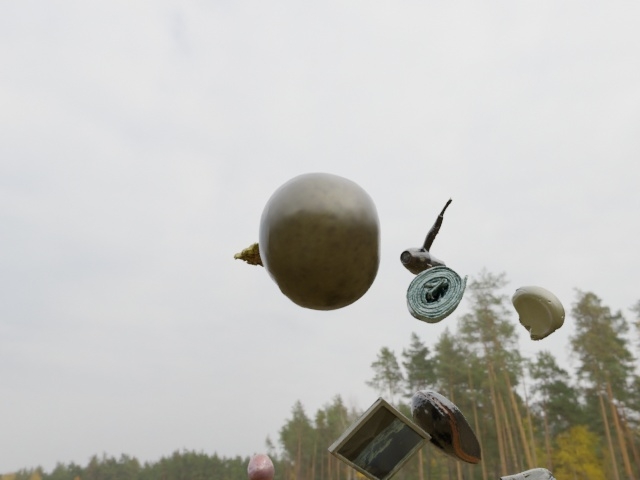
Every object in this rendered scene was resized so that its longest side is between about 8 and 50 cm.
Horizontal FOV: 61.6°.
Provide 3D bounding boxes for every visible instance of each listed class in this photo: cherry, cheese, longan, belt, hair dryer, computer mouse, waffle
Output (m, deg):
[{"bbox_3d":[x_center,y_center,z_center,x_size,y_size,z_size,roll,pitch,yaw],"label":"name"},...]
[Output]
[{"bbox_3d":[-0.212,0.827,1.934,0.087,0.106,0.126,-38,1,-6],"label":"cherry"},{"bbox_3d":[0.803,0.256,1.995,0.091,0.203,0.175,-8,-31,-48],"label":"cheese"},{"bbox_3d":[0.000,0.000,1.401,0.360,0.361,0.361,0,-25,0],"label":"longan"},{"bbox_3d":[0.316,0.148,1.488,0.147,0.163,0.082,22,-21,14],"label":"belt"},{"bbox_3d":[0.493,-0.011,2.256,0.303,0.360,0.120,12,18,-44],"label":"hair dryer"},{"bbox_3d":[0.367,0.572,1.610,0.183,0.116,0.323,19,-31,54],"label":"computer mouse"},{"bbox_3d":[-0.182,0.050,2.022,0.254,0.052,0.245,-21,-25,38],"label":"waffle"}]

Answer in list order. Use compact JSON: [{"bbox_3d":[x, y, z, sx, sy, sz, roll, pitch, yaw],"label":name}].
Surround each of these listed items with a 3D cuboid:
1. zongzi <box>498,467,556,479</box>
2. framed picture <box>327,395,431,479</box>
[{"bbox_3d":[0.435,0.625,1.132,0.220,0.242,0.112,-25,-33,9],"label":"zongzi"},{"bbox_3d":[0.153,0.512,1.359,0.189,0.023,0.260,-45,-55,-1],"label":"framed picture"}]
